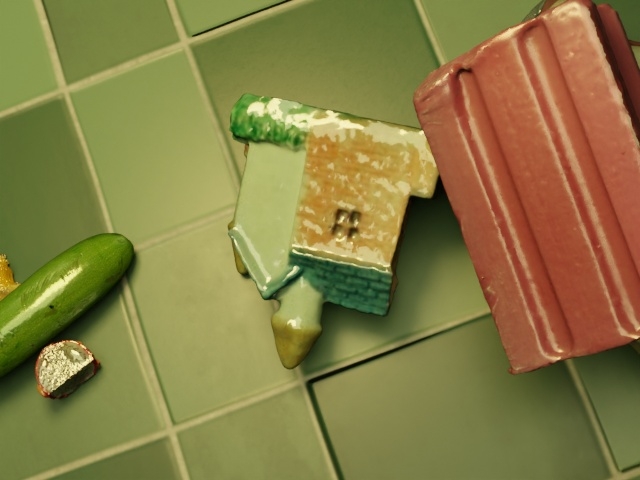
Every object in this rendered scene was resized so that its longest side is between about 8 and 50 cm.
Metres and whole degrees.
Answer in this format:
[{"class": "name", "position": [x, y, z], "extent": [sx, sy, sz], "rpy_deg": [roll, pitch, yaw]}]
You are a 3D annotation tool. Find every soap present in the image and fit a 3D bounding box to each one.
[{"class": "soap", "position": [0.263, -0.056, 1.320], "extent": [0.233, 0.128, 0.359], "rpy_deg": [-21, 87, 30]}]

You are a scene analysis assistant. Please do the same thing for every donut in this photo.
[{"class": "donut", "position": [-0.415, 0.053, 1.606], "extent": [0.067, 0.038, 0.083], "rpy_deg": [-6, 77, 9]}]

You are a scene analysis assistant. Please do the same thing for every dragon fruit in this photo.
[{"class": "dragon fruit", "position": [-0.333, 0.163, 1.559], "extent": [0.083, 0.056, 0.060], "rpy_deg": [-41, 77, -8]}]

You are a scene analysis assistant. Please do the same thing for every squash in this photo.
[{"class": "squash", "position": [-0.361, 0.089, 1.551], "extent": [0.292, 0.082, 0.082], "rpy_deg": [-40, 74, -13]}]

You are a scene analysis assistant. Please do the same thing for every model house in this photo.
[{"class": "model house", "position": [0.000, 0.000, 1.512], "extent": [0.267, 0.194, 0.324], "rpy_deg": [13, 92, 8]}]

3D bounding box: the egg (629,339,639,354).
[{"class": "egg", "position": [0.467, 0.074, 1.422], "extent": [0.206, 0.162, 0.271], "rpy_deg": [-31, 33, 27]}]

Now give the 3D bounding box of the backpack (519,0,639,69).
[{"class": "backpack", "position": [0.324, -0.108, 1.468], "extent": [0.283, 0.197, 0.317], "rpy_deg": [33, 103, 22]}]
